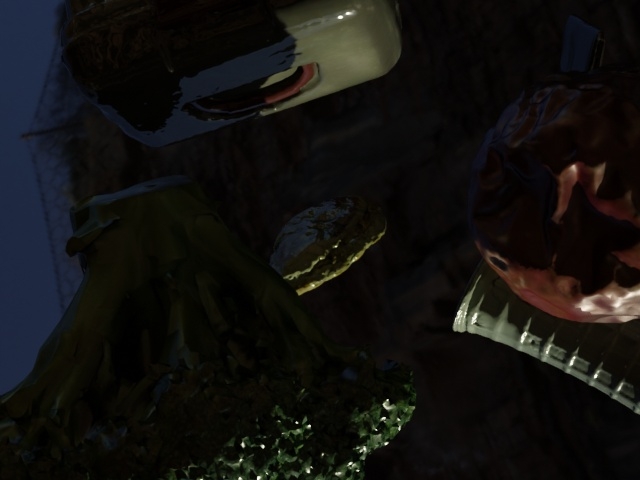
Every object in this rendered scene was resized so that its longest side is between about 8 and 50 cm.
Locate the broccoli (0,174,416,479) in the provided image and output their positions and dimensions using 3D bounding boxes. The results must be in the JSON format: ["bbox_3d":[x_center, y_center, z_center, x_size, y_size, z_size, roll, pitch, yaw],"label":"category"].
[{"bbox_3d":[-0.103,0.100,0.693,0.307,0.307,0.275,-22,-80,-55],"label":"broccoli"}]

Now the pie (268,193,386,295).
[{"bbox_3d":[0.000,0.000,1.623,0.090,0.201,0.248,61,-151,-17],"label":"pie"}]

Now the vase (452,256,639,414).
[{"bbox_3d":[0.317,0.115,1.223,0.298,0.143,0.143,28,-150,19],"label":"vase"}]

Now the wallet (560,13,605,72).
[{"bbox_3d":[0.345,-0.251,1.391,0.018,0.082,0.157,4,-162,-2],"label":"wallet"}]

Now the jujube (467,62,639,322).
[{"bbox_3d":[0.272,-0.054,0.875,0.342,0.216,0.216,-24,-98,-41],"label":"jujube"}]

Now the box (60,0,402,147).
[{"bbox_3d":[-0.059,-0.157,0.688,0.148,0.210,0.129,46,-152,-71],"label":"box"}]
